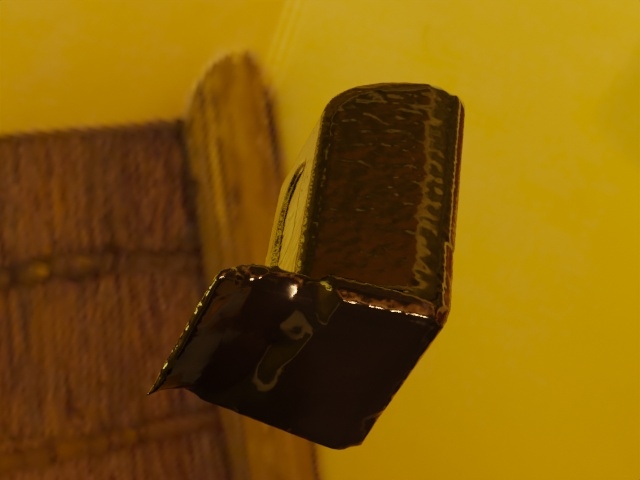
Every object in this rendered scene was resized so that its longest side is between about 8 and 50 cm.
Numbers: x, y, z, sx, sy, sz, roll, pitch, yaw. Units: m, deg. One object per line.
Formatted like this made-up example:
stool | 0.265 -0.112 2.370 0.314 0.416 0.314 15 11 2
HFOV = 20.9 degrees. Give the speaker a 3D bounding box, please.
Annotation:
speaker | 0.000 0.000 1.455 0.184 0.180 0.388 26 -146 -10
